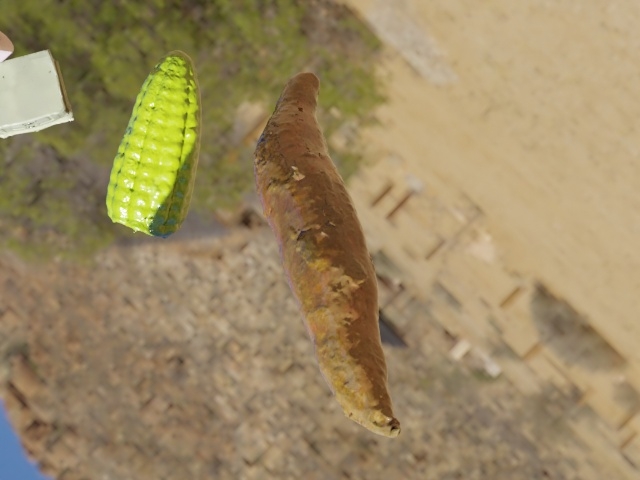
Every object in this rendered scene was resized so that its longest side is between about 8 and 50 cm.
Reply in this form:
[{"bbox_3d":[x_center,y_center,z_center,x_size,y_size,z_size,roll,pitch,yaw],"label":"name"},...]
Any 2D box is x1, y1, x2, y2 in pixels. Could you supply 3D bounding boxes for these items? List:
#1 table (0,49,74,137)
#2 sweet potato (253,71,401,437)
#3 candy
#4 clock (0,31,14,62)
[{"bbox_3d":[-0.285,-0.139,1.488,0.083,0.079,0.062,120,136,-87],"label":"table"},{"bbox_3d":[0.000,0.000,1.032,0.072,0.066,0.314,58,-168,-49],"label":"sweet potato"},{"bbox_3d":[-0.179,-0.110,1.728,0.097,0.209,0.097,13,-172,-2],"label":"candy"},{"bbox_3d":[-0.409,-0.174,1.484,0.275,0.080,0.290,59,-156,17],"label":"clock"}]
